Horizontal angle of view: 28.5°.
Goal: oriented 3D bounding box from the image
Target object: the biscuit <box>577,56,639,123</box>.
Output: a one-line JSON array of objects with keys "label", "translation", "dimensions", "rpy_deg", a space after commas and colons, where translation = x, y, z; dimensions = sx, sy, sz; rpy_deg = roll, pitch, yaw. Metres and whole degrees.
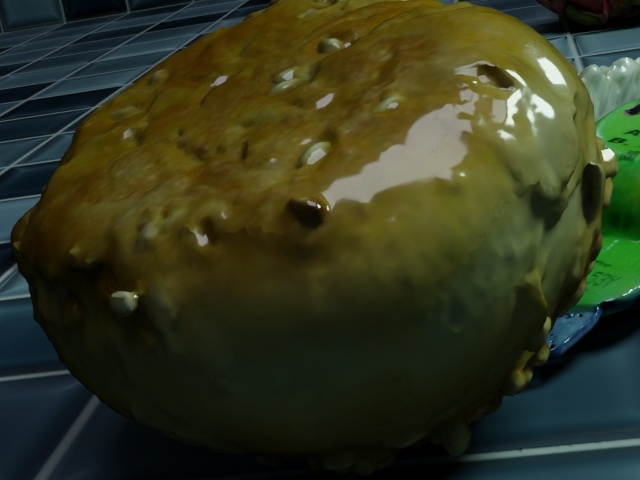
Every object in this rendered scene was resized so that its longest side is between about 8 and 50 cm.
[{"label": "biscuit", "translation": [0.140, -0.066, 0.945], "dimensions": [0.281, 0.084, 0.179], "rpy_deg": [-17, -2, -30]}]

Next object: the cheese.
[{"label": "cheese", "translation": [0.197, -0.016, 0.765], "dimensions": [0.320, 0.083, 0.203], "rpy_deg": [-35, 29, -31]}]

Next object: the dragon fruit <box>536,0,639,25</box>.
[{"label": "dragon fruit", "translation": [0.383, -0.417, 1.704], "dimensions": [0.263, 0.314, 0.296], "rpy_deg": [-33, -22, 23]}]

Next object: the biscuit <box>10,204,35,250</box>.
[{"label": "biscuit", "translation": [-0.145, -0.033, 1.111], "dimensions": [0.261, 0.037, 0.262], "rpy_deg": [-10, 16, 3]}]

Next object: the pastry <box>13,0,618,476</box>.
[{"label": "pastry", "translation": [0.000, 0.000, 0.648], "dimensions": [0.284, 0.184, 0.315], "rpy_deg": [-40, 31, -24]}]
